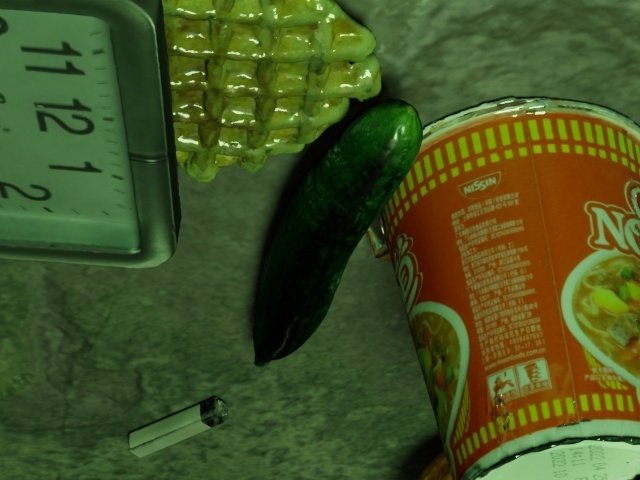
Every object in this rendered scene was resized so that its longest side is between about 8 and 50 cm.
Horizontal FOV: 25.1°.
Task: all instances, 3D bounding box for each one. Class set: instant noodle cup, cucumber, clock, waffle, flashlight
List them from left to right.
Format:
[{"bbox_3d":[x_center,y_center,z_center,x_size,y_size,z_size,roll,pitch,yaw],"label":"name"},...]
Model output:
[{"bbox_3d":[-0.212,-0.070,0.719,0.279,0.049,0.273,4,154,-2],"label":"clock"},{"bbox_3d":[-0.107,0.141,1.089,0.083,0.018,0.018,-25,138,24],"label":"flashlight"},{"bbox_3d":[-0.066,-0.092,0.762,0.169,0.036,0.183,-28,138,30],"label":"waffle"},{"bbox_3d":[0.000,0.000,0.874,0.056,0.056,0.284,6,148,-16],"label":"cucumber"},{"bbox_3d":[0.127,0.056,0.841,0.193,0.212,0.193,-3,144,-3],"label":"instant noodle cup"}]

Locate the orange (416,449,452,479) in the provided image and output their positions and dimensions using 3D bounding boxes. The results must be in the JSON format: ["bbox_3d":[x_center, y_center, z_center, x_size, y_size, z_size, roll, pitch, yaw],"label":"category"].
[{"bbox_3d":[0.182,0.254,1.102,0.246,0.246,0.246,-4,144,-3],"label":"orange"}]
